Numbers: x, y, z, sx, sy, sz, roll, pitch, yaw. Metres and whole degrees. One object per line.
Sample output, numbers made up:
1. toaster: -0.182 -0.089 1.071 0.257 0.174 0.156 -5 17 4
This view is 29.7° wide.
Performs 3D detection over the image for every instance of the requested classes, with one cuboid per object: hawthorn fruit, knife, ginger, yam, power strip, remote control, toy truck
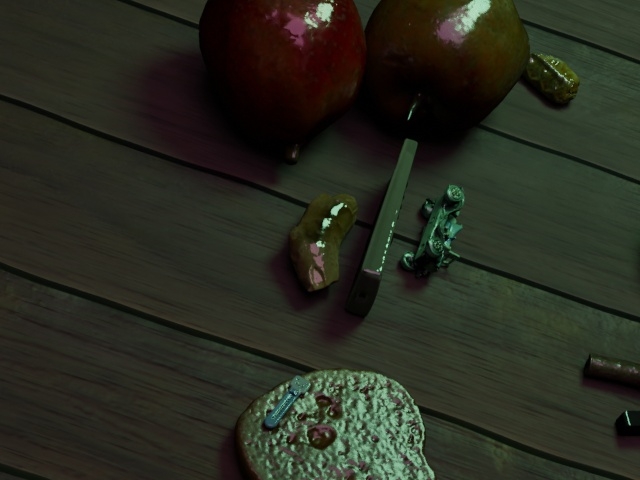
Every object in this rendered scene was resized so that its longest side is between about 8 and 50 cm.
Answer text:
1. hawthorn fruit: 0.190 -0.302 1.996 0.268 0.268 0.301 31 59 7
2. hawthorn fruit: -0.051 -0.275 1.922 0.265 0.265 0.307 -3 80 -16
3. knife: -0.048 0.225 1.678 0.027 0.010 0.096 31 54 13
4. ginger: 0.002 0.000 1.854 0.095 0.069 0.190 20 56 6
5. yam: 0.566 0.229 1.860 0.327 0.045 0.045 14 86 -4
6. power strip: 0.501 0.274 1.816 0.111 0.038 0.029 2 56 -14
7. remote control: 0.102 -0.024 1.865 0.038 0.123 0.285 20 53 1
8. toy truck: 0.194 -0.011 1.909 0.078 0.080 0.154 35 53 -16

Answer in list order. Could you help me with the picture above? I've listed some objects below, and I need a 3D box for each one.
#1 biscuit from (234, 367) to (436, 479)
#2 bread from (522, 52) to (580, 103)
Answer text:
1. biscuit: 0.022 0.295 1.675 0.273 0.049 0.257 -10 56 -17
2. bread: 0.414 -0.292 2.156 0.066 0.060 0.110 -42 73 -16
